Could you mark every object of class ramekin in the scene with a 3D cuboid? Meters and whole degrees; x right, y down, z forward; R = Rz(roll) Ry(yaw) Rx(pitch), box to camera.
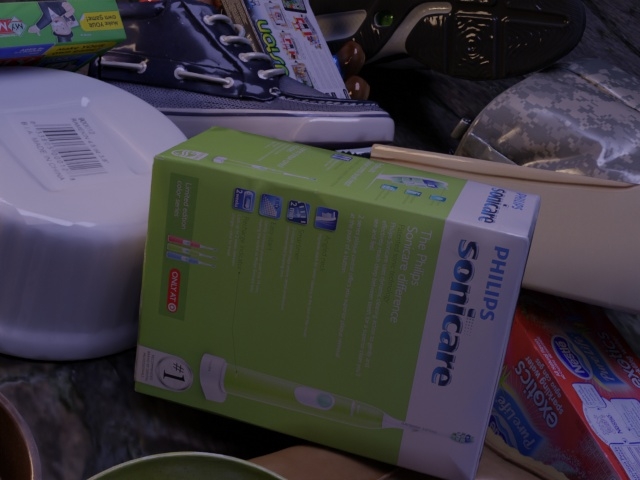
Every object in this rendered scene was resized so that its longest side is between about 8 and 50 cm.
[{"bbox_3d":[-0.238,-0.038,0.828,0.277,0.135,0.277,17,34,-12],"label":"ramekin"}]

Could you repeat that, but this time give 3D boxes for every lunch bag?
[{"bbox_3d":[0.350,-0.086,1.206,0.256,0.212,0.305,-20,51,-44],"label":"lunch bag"}]

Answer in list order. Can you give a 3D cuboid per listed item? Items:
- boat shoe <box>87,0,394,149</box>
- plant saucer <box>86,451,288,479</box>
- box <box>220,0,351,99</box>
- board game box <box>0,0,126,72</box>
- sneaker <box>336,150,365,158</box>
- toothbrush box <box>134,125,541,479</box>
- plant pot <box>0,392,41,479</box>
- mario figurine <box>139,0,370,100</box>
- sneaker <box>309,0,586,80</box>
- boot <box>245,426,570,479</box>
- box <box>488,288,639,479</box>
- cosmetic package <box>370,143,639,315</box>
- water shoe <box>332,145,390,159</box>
[{"bbox_3d":[-0.088,-0.180,1.004,0.341,0.158,0.127,2,1,-3],"label":"boat shoe"},{"bbox_3d":[-0.083,0.250,0.561,0.241,0.037,0.241,5,57,-7],"label":"plant saucer"},{"bbox_3d":[-0.043,-0.236,1.138,0.114,0.036,0.207,-10,72,-43],"label":"box"},{"bbox_3d":[-0.369,-0.159,0.857,0.317,0.213,0.046,-18,92,-46],"label":"board game box"},{"bbox_3d":[-0.001,0.001,0.975,0.146,0.102,0.293,54,31,8],"label":"sneaker"},{"bbox_3d":[0.010,0.044,0.738,0.283,0.206,0.122,13,21,14],"label":"toothbrush box"},{"bbox_3d":[-0.251,0.175,0.499,0.167,0.165,0.167,17,33,-12],"label":"plant pot"},{"bbox_3d":[-0.078,-0.273,1.215,0.321,0.170,0.198,17,6,-23],"label":"mario figurine"},{"bbox_3d":[0.201,-0.329,1.367,0.448,0.169,0.257,8,16,35],"label":"sneaker"},{"bbox_3d":[0.066,0.229,0.710,0.269,0.089,0.236,-12,36,-44],"label":"boot"},{"bbox_3d":[0.234,0.165,0.865,0.128,0.122,0.257,6,37,-28],"label":"box"},{"bbox_3d":[0.208,-0.014,0.895,0.309,0.113,0.160,12,6,33],"label":"cosmetic package"},{"bbox_3d":[0.004,-0.094,1.142,0.203,0.073,0.080,7,9,-23],"label":"water shoe"}]
